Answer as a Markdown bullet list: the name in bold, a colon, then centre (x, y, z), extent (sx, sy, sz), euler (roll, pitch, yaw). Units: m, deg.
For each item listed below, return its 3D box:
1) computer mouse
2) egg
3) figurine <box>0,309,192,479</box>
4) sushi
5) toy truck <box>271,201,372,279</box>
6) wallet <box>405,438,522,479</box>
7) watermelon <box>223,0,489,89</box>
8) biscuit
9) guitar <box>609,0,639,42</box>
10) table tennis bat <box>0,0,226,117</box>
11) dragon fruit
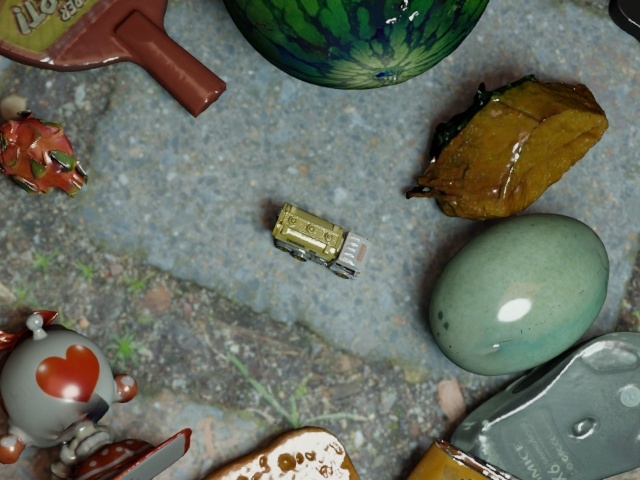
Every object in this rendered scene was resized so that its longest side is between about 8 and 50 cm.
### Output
- **computer mouse**: centre (0.255, 0.232, 1.566), extent (0.379, 0.090, 0.167), euler (-29, 98, -1)
- **egg**: centre (0.233, 0.061, 1.547), extent (0.236, 0.169, 0.169), euler (-32, 88, -14)
- **figurine**: centre (-0.279, 0.179, 1.432), extent (0.183, 0.160, 0.226), euler (-34, 79, -17)
- **sushi**: centre (0.232, -0.133, 1.607), extent (0.287, 0.140, 0.149), euler (-43, 128, -16)
- **toy truck**: centre (0.000, 0.000, 1.561), extent (0.123, 0.063, 0.052), euler (24, 75, -7)
- **wallet**: centre (0.173, 0.333, 1.517), extent (0.195, 0.042, 0.161), euler (31, 101, -8)
- **watermelon**: centre (0.042, -0.344, 1.499), extent (0.363, 0.363, 0.363), euler (2, 79, -12)
- **biscuit**: centre (-0.052, 0.370, 1.484), extent (0.277, 0.052, 0.262), euler (-31, 88, -13)
- **guitar**: centre (0.476, -0.223, 1.724), extent (0.084, 0.038, 0.271), euler (-33, 88, -15)
- **table tennis bat**: centre (-0.281, -0.300, 1.565), extent (0.415, 0.051, 0.268), euler (42, 74, 1)
- **dragon fruit**: centre (-0.314, -0.092, 1.500), extent (0.116, 0.086, 0.081), euler (29, 36, -14)
